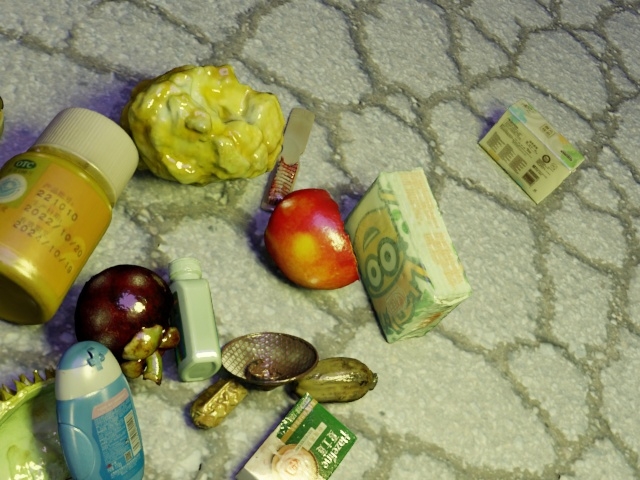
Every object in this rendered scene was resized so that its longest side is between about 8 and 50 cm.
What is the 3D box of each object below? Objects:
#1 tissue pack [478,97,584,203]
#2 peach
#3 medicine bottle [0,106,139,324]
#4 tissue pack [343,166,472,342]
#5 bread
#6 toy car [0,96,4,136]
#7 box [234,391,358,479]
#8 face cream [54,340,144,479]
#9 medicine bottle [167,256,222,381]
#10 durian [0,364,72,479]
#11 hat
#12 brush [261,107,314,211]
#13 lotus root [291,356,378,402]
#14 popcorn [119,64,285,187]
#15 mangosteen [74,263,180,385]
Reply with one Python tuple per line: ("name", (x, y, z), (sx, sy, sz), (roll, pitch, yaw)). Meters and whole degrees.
("tissue pack", (0.561, -0.243, 1.997), (0.229, 0.159, 0.145), (47, 55, 10))
("peach", (0.000, 0.000, 1.614), (0.226, 0.190, 0.196), (29, 45, 5))
("medicine bottle", (-0.507, -0.055, 1.427), (0.224, 0.224, 0.384), (26, 55, -5))
("tissue pack", (0.177, 0.033, 1.640), (0.128, 0.228, 0.311), (-8, 65, -26))
("bread", (-0.196, 0.305, 1.434), (0.066, 0.060, 0.110), (35, 56, 18))
("toy car", (-0.746, -0.298, 1.498), (0.248, 0.198, 0.204), (37, 55, 4))
("box", (-0.043, 0.402, 1.423), (0.135, 0.081, 0.199), (40, 57, 5))
("face cream", (-0.370, 0.295, 1.272), (0.149, 0.083, 0.264), (-28, 111, -57))
("medicine bottle", (-0.247, 0.145, 1.471), (0.083, 0.121, 0.229), (-2, 61, -21))
("durian", (-0.480, 0.335, 1.251), (0.198, 0.163, 0.394), (45, 49, 6))
("hat", (-0.100, 0.257, 1.492), (0.193, 0.082, 0.193), (1, 21, 0))
("brush", (-0.070, -0.199, 1.796), (0.060, 0.050, 0.321), (18, 55, -6))
("lotus root", (0.028, 0.277, 1.523), (0.179, 0.089, 0.080), (1, 19, -17))
("popcorn", (-0.245, -0.218, 1.598), (0.334, 0.292, 0.294), (15, 48, -21))
("mangosteen", (-0.339, 0.154, 1.384), (0.194, 0.194, 0.230), (-32, 74, -33))
